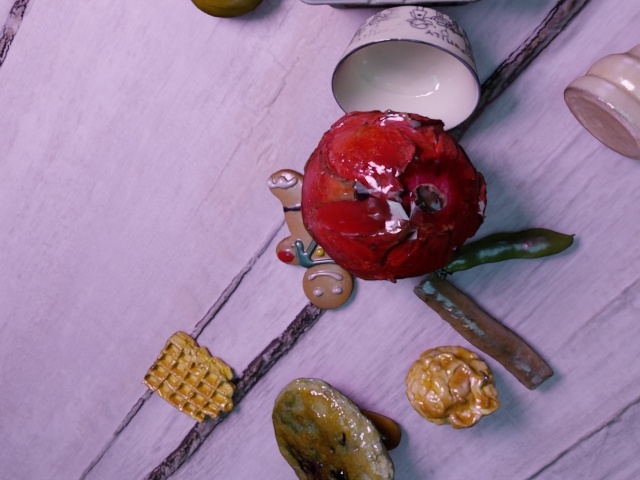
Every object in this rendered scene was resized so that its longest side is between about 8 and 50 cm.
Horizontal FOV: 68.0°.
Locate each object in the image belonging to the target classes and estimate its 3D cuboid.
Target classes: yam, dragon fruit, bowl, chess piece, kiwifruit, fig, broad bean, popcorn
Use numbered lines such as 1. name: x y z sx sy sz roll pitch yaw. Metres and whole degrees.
1. yam: 0.319 0.176 0.931 0.317 0.067 0.071 40 121 0
2. dragon fruit: 0.114 -0.074 0.783 0.296 0.302 0.295 0 91 -17
3. bowl: 0.142 -0.285 0.778 0.238 0.237 0.126 7 69 10
4. chess piece: 0.550 -0.283 0.718 0.167 0.167 0.300 44 105 -3
5. kiwifruit: 0.115 0.415 1.036 0.125 0.075 0.075 18 108 11
6. fig: -0.146 -0.463 0.832 0.142 0.187 0.147 15 102 54
7. broad bean: 0.342 0.017 0.889 0.255 0.046 0.065 -14 64 11
8. popcorn: 0.257 0.289 0.927 0.180 0.179 0.170 19 141 6

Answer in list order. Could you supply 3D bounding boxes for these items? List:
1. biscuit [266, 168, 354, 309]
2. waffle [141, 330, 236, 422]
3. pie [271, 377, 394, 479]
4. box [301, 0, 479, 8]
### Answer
1. biscuit: 0.000 0.000 0.959 0.197 0.049 0.301 -4 105 15
2. waffle: -0.288 0.326 1.100 0.211 0.055 0.160 34 110 1
3. pie: 0.012 0.451 1.024 0.324 0.071 0.322 13 114 32
4. box: 0.122 -0.449 0.739 0.312 0.182 0.175 4 106 11
